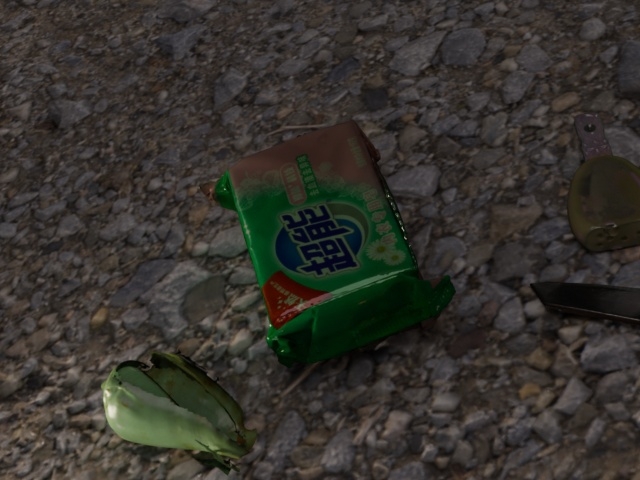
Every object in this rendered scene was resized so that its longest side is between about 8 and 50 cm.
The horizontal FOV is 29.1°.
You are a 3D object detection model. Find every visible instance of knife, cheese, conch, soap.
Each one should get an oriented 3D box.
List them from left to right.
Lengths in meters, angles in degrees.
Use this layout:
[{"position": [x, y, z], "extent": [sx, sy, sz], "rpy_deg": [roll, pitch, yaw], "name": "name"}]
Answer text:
[{"position": [-0.133, 0.160, 1.200], "extent": [0.170, 0.079, 0.106], "rpy_deg": [20, 61, 13], "name": "conch"}, {"position": [0.001, 0.002, 1.286], "extent": [0.217, 0.098, 0.273], "rpy_deg": [-23, 43, 4], "name": "soap"}, {"position": [0.298, -0.070, 1.300], "extent": [0.097, 0.037, 0.192], "rpy_deg": [-11, 45, 6], "name": "cheese"}, {"position": [0.308, 0.065, 1.184], "extent": [0.230, 0.028, 0.060], "rpy_deg": [10, 39, 29], "name": "knife"}]
